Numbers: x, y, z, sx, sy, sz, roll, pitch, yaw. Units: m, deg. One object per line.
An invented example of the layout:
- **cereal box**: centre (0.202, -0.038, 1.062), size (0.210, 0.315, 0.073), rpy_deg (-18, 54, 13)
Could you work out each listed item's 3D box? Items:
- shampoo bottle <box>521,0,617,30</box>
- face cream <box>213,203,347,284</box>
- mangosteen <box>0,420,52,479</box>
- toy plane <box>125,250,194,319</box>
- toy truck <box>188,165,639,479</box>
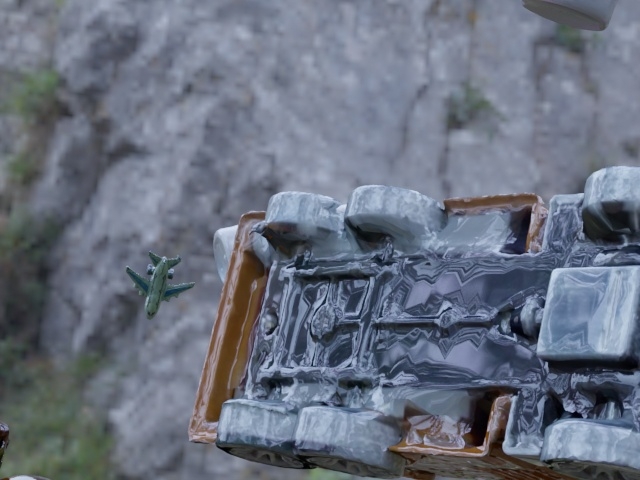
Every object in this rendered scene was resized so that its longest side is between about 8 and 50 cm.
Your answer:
- **shampoo bottle**: centre (0.258, -0.307, 1.649), size (0.086, 0.227, 0.056), rpy_deg (20, -11, 9)
- **face cream**: centre (0.000, 0.000, 2.324), size (0.269, 0.082, 0.082), rpy_deg (-11, -7, -16)
- **mangosteen**: centre (-0.334, 0.355, 1.400), size (0.381, 0.421, 0.381), rpy_deg (-8, -40, -7)
- **toy plane**: centre (-0.187, 0.052, 2.075), size (0.080, 0.083, 0.033), rpy_deg (13, 20, -10)
- **toy truck**: centre (0.116, 0.073, 1.084), size (0.388, 0.173, 0.207), rpy_deg (-2, -21, 46)
